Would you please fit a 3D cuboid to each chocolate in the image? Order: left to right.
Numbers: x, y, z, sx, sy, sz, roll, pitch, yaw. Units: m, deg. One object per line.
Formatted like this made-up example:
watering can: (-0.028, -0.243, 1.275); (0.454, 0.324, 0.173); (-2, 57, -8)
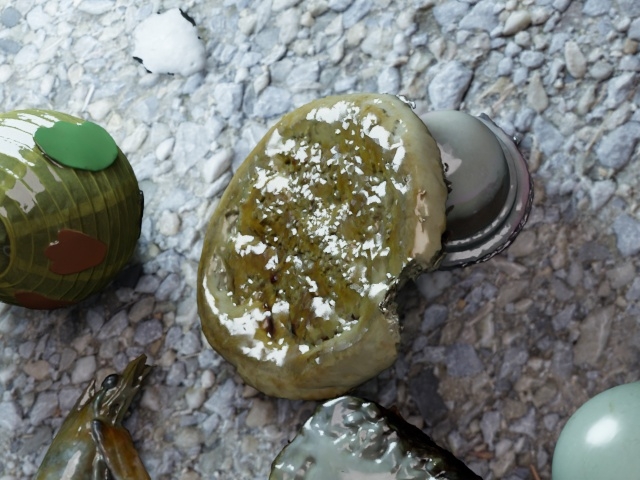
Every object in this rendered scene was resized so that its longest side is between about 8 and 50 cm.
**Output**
chocolate: (0.139, -0.080, 1.531); (0.221, 0.147, 0.221); (-5, 70, 15)

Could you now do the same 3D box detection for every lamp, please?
lamp: (-0.329, -0.046, 1.597); (0.250, 0.284, 0.250); (9, 115, 21)

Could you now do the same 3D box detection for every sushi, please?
sushi: (0.084, 0.302, 1.380); (0.343, 0.182, 0.196); (36, 85, 23)

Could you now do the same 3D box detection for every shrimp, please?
shrimp: (-0.250, 0.286, 1.523); (0.168, 0.077, 0.317); (21, 79, 10)

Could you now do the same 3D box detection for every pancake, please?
pancake: (0.001, 0.001, 1.482); (0.382, 0.071, 0.382); (-20, 61, 41)

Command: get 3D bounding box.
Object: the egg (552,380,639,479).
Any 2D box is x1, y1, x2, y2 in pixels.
egg: (0.408, 0.271, 1.285); (0.371, 0.230, 0.230); (23, 76, 15)
